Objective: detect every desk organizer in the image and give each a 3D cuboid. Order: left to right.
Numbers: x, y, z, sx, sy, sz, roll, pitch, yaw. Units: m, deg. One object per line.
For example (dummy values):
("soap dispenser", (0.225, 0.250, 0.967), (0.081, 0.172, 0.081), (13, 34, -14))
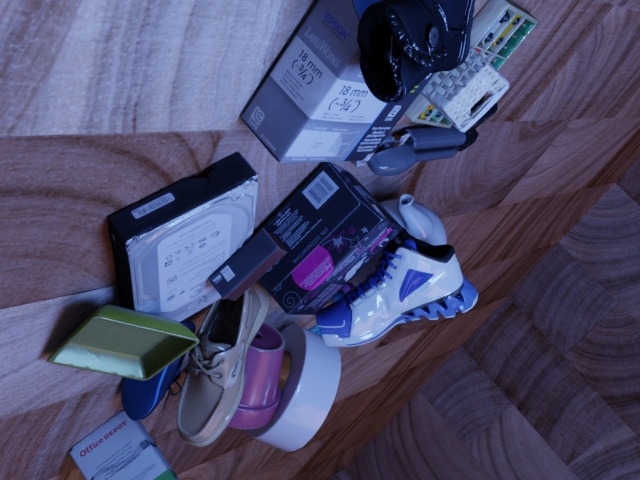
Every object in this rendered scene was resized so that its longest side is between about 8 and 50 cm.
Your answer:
("desk organizer", (-0.122, 0.043, 1.422), (0.130, 0.047, 0.050), (-43, 161, 7))

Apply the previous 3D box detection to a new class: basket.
("basket", (0.203, -0.277, 1.353), (0.113, 0.167, 0.103), (-46, 151, 14))

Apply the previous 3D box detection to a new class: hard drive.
("hard drive", (-0.220, 0.023, 1.374), (0.237, 0.064, 0.339), (-29, 157, -25))

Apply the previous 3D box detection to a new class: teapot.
("teapot", (0.125, 0.013, 1.763), (0.187, 0.252, 0.256), (24, 97, -27))

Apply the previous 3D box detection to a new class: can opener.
("can opener", (0.186, -0.166, 1.620), (0.283, 0.095, 0.076), (-10, 147, -39))

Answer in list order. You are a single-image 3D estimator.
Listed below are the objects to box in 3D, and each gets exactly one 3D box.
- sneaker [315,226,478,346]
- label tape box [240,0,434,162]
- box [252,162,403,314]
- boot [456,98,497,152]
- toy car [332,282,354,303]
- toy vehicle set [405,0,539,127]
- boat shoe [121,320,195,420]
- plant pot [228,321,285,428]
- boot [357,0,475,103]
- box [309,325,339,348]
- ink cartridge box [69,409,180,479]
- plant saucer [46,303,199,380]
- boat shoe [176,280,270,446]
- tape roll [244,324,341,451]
("sneaker", (0.133, 0.074, 1.613), (0.315, 0.182, 0.127), (-17, -158, 1))
("label tape box", (0.069, -0.269, 1.221), (0.240, 0.106, 0.333), (-9, 143, -53))
("box", (0.000, 0.000, 1.552), (0.247, 0.163, 0.142), (-45, 160, 10))
("boot", (0.324, -0.242, 1.776), (0.121, 0.045, 0.099), (-33, 156, 2))
("toy car", (0.105, 0.131, 2.042), (0.182, 0.159, 0.136), (-43, 124, 8))
("toy vehicle set", (0.280, -0.326, 1.551), (0.267, 0.035, 0.166), (-51, 157, 25))
("boat shoe", (-0.307, 0.261, 1.637), (0.089, 0.109, 0.258), (-17, 151, -51))
("plant pot", (-0.166, 0.275, 1.803), (0.201, 0.201, 0.180), (-9, 127, -53))
("boot", (0.130, -0.317, 1.083), (0.207, 0.094, 0.246), (-35, 132, -50))
("box", (-0.014, 0.278, 2.210), (0.244, 0.060, 0.100), (-30, 156, -24))
("ink cartridge box", (-0.409, 0.490, 1.774), (0.153, 0.208, 0.087), (-36, 161, -9))
("plant saucer", (-0.326, 0.164, 1.380), (0.188, 0.045, 0.188), (19, 141, -34))
("boat shoe", (-0.203, 0.218, 1.585), (0.110, 0.122, 0.341), (48, 57, -63))
("tape roll", (-0.071, 0.344, 1.957), (0.100, 0.286, 0.286), (27, 119, -21))
